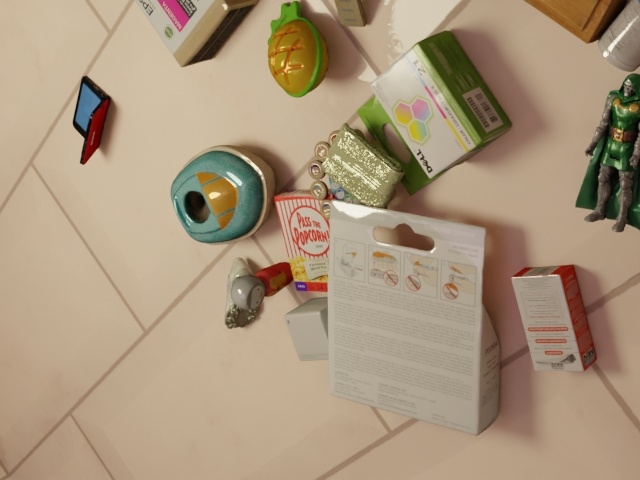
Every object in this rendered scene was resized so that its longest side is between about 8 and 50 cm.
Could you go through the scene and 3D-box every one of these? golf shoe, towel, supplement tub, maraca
[{"bbox_3d":[-0.165,0.109,2.275,0.176,0.069,0.086,107,153,-45],"label":"golf shoe"},{"bbox_3d":[0.071,-0.121,1.894,0.148,0.027,0.110,40,127,22],"label":"towel"},{"bbox_3d":[0.439,-0.291,1.511,0.071,0.071,0.107,48,135,14],"label":"supplement tub"},{"bbox_3d":[-0.045,-0.332,1.918,0.127,0.099,0.185,-49,50,36],"label":"maraca"}]

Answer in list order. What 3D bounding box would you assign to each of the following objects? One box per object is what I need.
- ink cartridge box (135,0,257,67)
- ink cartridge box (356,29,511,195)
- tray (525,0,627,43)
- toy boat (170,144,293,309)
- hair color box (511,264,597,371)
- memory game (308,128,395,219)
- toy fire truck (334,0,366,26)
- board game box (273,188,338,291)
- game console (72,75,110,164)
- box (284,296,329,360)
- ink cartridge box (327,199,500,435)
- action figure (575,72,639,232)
[{"bbox_3d":[-0.249,-0.470,2.038,0.234,0.088,0.193,54,134,7],"label":"ink cartridge box"},{"bbox_3d":[0.155,-0.189,1.800,0.255,0.097,0.188,-37,84,45],"label":"ink cartridge box"},{"bbox_3d":[0.275,-0.479,1.568,0.411,0.076,0.202,41,132,22],"label":"tray"},{"bbox_3d":[-0.169,-0.026,2.137,0.267,0.148,0.318,-28,90,46],"label":"toy boat"},{"bbox_3d":[0.377,0.126,1.782,0.093,0.053,0.167,-5,105,42],"label":"hair color box"},{"bbox_3d":[0.053,-0.106,1.942,0.186,0.012,0.186,11,109,35],"label":"memory game"},{"bbox_3d":[-0.007,-0.474,1.794,0.217,0.158,0.246,14,109,37],"label":"toy fire truck"},{"bbox_3d":[0.000,0.000,2.068,0.147,0.045,0.193,-1,109,41],"label":"board game box"},{"bbox_3d":[-0.513,-0.259,2.386,0.085,0.124,0.144,23,129,1],"label":"game console"},{"bbox_3d":[0.005,0.168,2.116,0.101,0.087,0.101,-8,104,44],"label":"box"},{"bbox_3d":[0.162,0.125,1.940,0.308,0.091,0.384,12,112,31],"label":"ink cartridge box"},{"bbox_3d":[0.436,-0.131,1.602,0.137,0.063,0.232,22,120,37],"label":"action figure"}]
